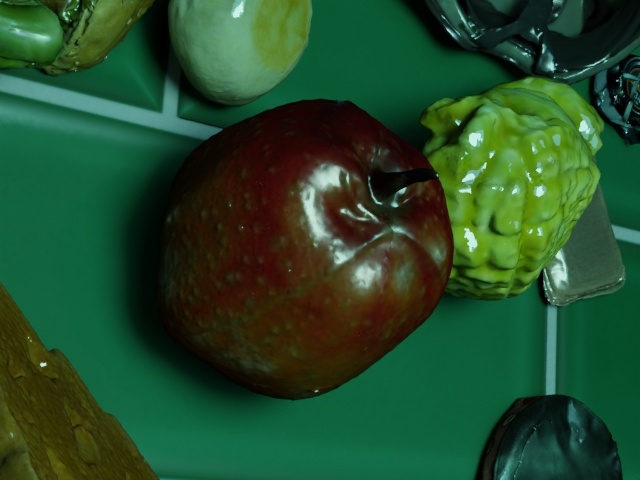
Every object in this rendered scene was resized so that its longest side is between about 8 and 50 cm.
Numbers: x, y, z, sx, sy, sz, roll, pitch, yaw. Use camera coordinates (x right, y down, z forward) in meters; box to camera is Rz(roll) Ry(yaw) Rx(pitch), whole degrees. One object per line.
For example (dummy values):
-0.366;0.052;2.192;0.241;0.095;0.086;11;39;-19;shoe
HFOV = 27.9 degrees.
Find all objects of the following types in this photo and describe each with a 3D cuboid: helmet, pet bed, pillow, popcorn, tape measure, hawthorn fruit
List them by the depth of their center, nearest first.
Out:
0.000;0.000;1.098;0.254;0.300;0.254;11;70;-32;hawthorn fruit
0.175;-0.043;1.296;0.286;0.173;0.225;-31;145;-61;popcorn
0.233;-0.320;1.379;0.305;0.225;0.177;30;38;-29;helmet
0.251;0.261;1.383;0.201;0.053;0.201;6;79;-33;pet bed
0.285;-0.036;1.471;0.135;0.034;0.211;-12;88;-32;pillow
0.370;-0.176;1.541;0.094;0.054;0.091;47;58;-27;tape measure

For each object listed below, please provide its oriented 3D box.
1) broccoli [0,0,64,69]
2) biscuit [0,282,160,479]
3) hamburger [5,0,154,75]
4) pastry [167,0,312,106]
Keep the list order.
-0.340;-0.200;0.970;0.274;0.177;0.199;-23;100;-37;broccoli
-0.197;0.167;1.002;0.043;0.284;0.306;-35;131;3;biscuit
-0.169;-0.265;1.131;0.124;0.131;0.262;42;66;-22;hamburger
-0.070;-0.200;1.191;0.156;0.092;0.156;-29;127;-46;pastry
